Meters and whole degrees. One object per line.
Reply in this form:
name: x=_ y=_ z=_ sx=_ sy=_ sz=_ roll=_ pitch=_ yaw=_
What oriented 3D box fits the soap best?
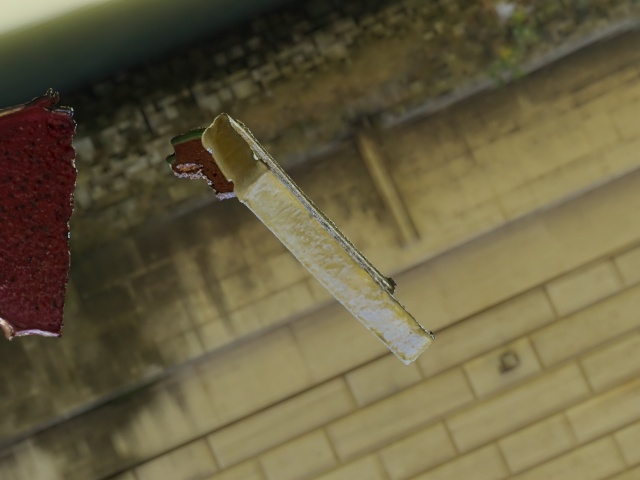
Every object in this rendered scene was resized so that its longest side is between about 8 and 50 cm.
soap: x=-0.001 y=0.001 z=1.224 sx=0.037 sy=0.092 sz=0.252 roll=-41 pitch=131 yaw=4

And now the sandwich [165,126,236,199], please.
sandwich: x=-0.101 y=-0.077 z=1.611 sx=0.067 sy=0.135 sz=0.029 roll=-51 pitch=143 yaw=-11

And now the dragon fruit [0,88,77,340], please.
dragon fruit: x=-0.347 y=-0.023 z=1.635 sx=0.161 sy=0.274 sz=0.126 roll=9 pitch=161 yaw=-25
